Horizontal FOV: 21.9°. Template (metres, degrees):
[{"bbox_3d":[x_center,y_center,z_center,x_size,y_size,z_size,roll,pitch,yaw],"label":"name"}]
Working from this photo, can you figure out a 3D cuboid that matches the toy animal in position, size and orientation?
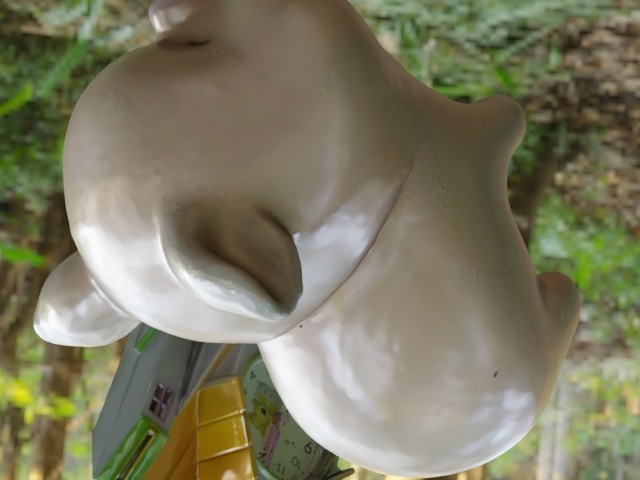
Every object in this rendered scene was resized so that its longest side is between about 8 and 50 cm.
[{"bbox_3d":[0.000,0.000,0.935,0.269,0.326,0.237,-34,-166,-33],"label":"toy animal"}]

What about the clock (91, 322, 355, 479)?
[{"bbox_3d":[-0.075,0.148,1.464,0.166,0.309,0.235,-21,129,40],"label":"clock"}]
